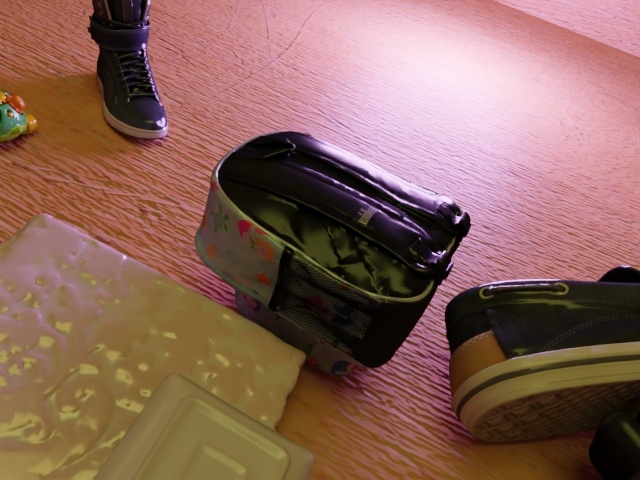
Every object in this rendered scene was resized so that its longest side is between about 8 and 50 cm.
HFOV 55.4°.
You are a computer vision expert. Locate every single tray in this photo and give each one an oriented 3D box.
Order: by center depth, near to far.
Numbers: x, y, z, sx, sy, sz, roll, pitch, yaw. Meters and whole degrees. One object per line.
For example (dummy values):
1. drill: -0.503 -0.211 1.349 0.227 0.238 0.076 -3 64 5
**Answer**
1. tray: -0.100 0.211 0.403 0.145 0.030 0.270 32 38 -2

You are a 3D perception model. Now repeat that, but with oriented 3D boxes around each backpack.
1. backpack: 0.000 0.000 0.653 0.254 0.191 0.225 32 38 6

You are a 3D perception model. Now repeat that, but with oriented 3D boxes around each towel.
1. towel: -0.201 0.145 0.492 0.317 0.053 0.332 27 40 1

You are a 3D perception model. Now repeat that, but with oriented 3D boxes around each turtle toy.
1. turtle toy: -0.441 -0.170 0.791 0.130 0.066 0.095 25 39 9

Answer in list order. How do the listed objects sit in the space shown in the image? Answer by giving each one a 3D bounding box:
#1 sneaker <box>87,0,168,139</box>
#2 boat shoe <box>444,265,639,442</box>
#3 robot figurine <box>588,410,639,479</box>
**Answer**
1. sneaker: -0.278 -0.264 0.889 0.086 0.163 0.226 -10 48 -33
2. boat shoe: 0.364 0.107 0.673 0.500 0.186 0.156 -2 48 -15
3. robot figurine: 0.351 0.253 0.494 0.174 0.209 0.278 15 31 -43
